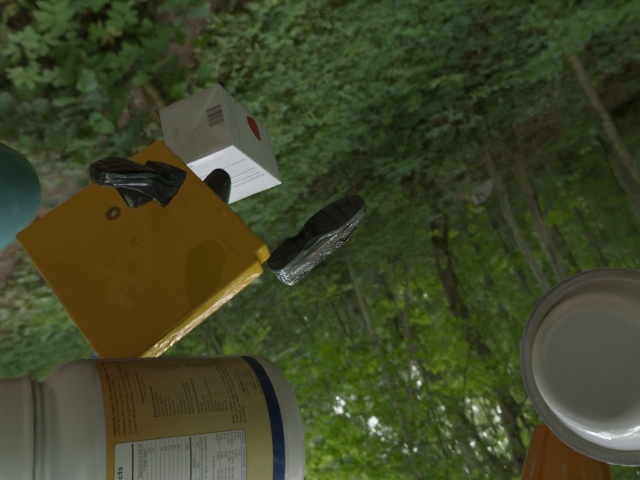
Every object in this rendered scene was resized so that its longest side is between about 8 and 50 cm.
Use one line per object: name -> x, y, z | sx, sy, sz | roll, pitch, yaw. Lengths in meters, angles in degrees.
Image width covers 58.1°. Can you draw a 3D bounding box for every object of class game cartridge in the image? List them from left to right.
game cartridge -> -0.276, 0.014, 0.898 | 0.285, 0.052, 0.324 | -38, -118, -16

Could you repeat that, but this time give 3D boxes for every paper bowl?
paper bowl -> 0.433, 0.180, 0.848 | 0.148, 0.284, 0.284 | 10, 166, -43

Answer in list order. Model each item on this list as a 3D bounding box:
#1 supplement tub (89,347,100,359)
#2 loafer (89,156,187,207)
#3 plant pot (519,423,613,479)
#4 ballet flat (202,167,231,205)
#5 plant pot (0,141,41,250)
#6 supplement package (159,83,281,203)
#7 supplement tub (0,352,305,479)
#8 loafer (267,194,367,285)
supplement tub -> -0.502, 0.274, 1.346 | 0.071, 0.071, 0.107 | -17, -118, 38
loafer -> -0.233, -0.069, 0.742 | 0.170, 0.062, 0.061 | -6, 118, -69
plant pot -> 0.469, 0.459, 1.093 | 0.205, 0.205, 0.188 | -14, -129, 42
ballet flat -> -0.271, -0.024, 1.233 | 0.095, 0.280, 0.096 | 28, -165, 36
plant pot -> -0.699, -0.096, 1.176 | 0.290, 0.290, 0.195 | -17, -176, 36
supplement package -> -0.250, -0.239, 1.494 | 0.175, 0.177, 0.293 | -20, 162, 14
supplement tub -> -0.202, 0.248, 0.665 | 0.316, 0.228, 0.228 | 5, -179, -30
loafer -> 0.000, 0.000, 1.331 | 0.267, 0.084, 0.096 | -37, -138, -5
